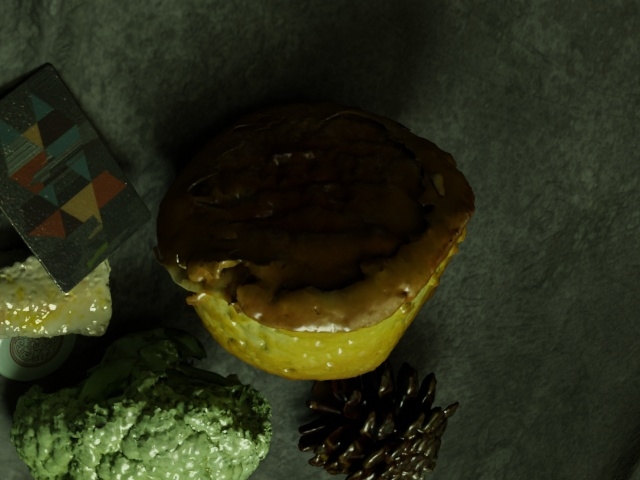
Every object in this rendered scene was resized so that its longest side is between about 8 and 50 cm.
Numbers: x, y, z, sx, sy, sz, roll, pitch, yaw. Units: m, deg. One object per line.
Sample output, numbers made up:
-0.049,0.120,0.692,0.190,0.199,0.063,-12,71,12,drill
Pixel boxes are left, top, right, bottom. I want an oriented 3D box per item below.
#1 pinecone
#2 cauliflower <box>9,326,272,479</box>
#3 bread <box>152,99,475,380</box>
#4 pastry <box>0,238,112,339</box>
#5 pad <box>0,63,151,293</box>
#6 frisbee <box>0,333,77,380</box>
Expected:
0.075,0.253,1.696,0.229,0.201,0.203,90,22,-69,pinecone
-0.199,0.202,1.428,0.275,0.250,0.272,24,141,-30,cauliflower
-0.002,0.002,1.405,0.358,0.336,0.204,-47,145,-37,bread
-0.344,0.068,1.338,0.258,0.089,0.122,-13,94,-32,pastry
-0.285,-0.065,1.321,0.143,0.003,0.211,-45,117,-26,pad
-0.334,0.116,1.427,0.110,0.014,0.110,-18,122,-30,frisbee
